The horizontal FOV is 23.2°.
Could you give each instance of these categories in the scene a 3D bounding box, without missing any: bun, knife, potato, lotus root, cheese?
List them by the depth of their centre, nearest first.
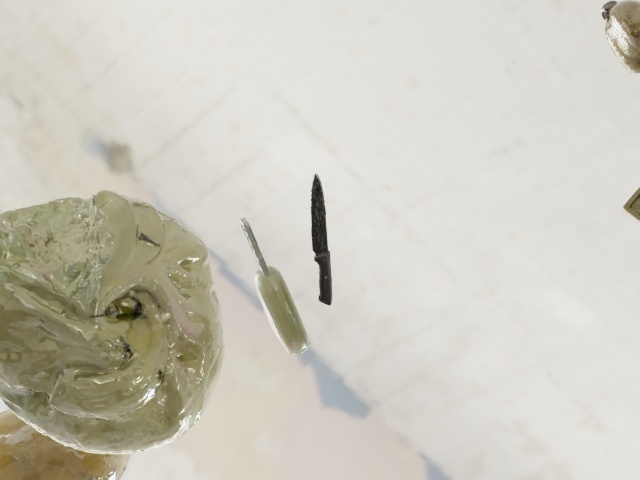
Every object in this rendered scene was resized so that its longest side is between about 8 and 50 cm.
[{"bbox_3d":[-0.181,0.056,1.274,0.237,0.210,0.116,34,-28,-6],"label":"bun"},{"bbox_3d":[-0.272,0.216,1.534,0.109,0.178,0.119,-120,-167,-79],"label":"potato"},{"bbox_3d":[0.376,-0.236,1.830,0.063,0.152,0.072,5,-50,-27],"label":"lotus root"},{"bbox_3d":[0.000,0.000,1.956,0.010,0.023,0.170,-117,-157,-77],"label":"knife"},{"bbox_3d":[-0.065,0.054,2.008,0.192,0.037,0.097,69,-9,-27],"label":"cheese"}]

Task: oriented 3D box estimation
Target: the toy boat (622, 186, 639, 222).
[{"bbox_3d":[0.465,-0.099,1.948,0.068,0.226,0.088,41,-20,28],"label":"toy boat"}]
